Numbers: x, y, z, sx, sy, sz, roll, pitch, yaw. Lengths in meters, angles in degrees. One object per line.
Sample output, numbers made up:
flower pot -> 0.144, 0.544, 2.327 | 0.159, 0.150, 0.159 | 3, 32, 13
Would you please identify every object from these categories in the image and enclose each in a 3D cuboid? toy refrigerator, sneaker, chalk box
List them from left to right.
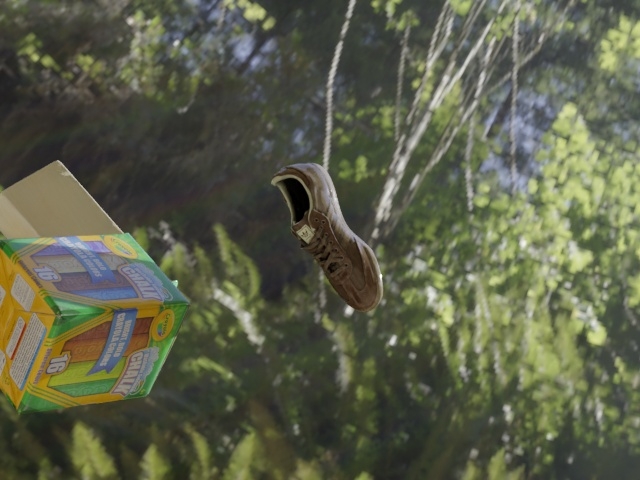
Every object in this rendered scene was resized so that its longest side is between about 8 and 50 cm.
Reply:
toy refrigerator -> -0.323, 0.030, 1.774 | 0.269, 0.102, 0.094 | 47, -35, 9
chalk box -> -0.234, 0.081, 1.340 | 0.132, 0.213, 0.132 | 44, -58, 34
sneaker -> 0.000, 0.000, 1.439 | 0.066, 0.071, 0.188 | -41, -112, 38
